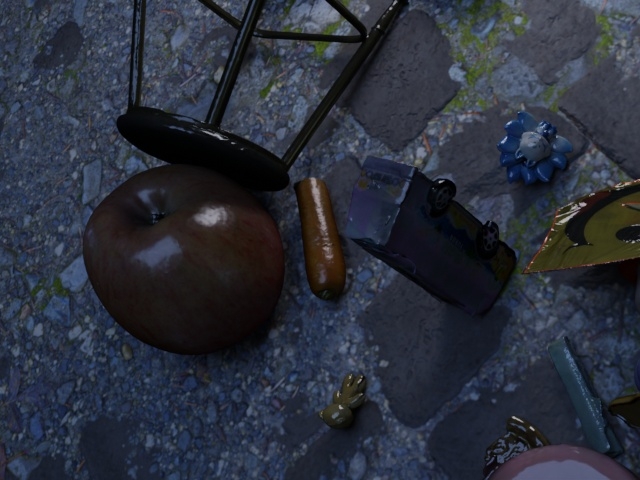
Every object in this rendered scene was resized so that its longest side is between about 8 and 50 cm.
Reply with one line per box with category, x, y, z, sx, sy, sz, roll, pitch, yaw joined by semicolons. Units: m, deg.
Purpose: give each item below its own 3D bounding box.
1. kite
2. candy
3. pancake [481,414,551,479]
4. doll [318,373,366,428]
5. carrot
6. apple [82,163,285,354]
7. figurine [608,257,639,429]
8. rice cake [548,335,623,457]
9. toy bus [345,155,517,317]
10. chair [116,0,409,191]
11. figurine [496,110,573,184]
kite;0.435;-0.030;1.453;0.377;0.013;0.327;-25;19;-15
candy;0.306;0.375;1.406;0.255;0.094;0.255;-10;68;25
pancake;0.244;0.334;1.532;0.184;0.020;0.191;-6;65;33
doll;0.037;0.243;1.695;0.061;0.051;0.093;-1;66;41
carrot;0.000;0.000;1.829;0.067;0.067;0.225;-26;55;22
apple;-0.235;0.023;1.845;0.344;0.269;0.345;-16;59;28
figurine;0.470;0.105;1.404;0.208;0.180;0.257;137;147;-64
rice cake;0.358;0.209;1.505;0.042;0.030;0.180;-40;51;29
toy bus;0.154;-0.003;1.563;0.112;0.317;0.138;18;80;41
chair;-0.143;-0.321;1.905;0.364;0.362;0.410;13;79;37
figurine;0.312;-0.129;1.671;0.114;0.079;0.114;0;88;-8
